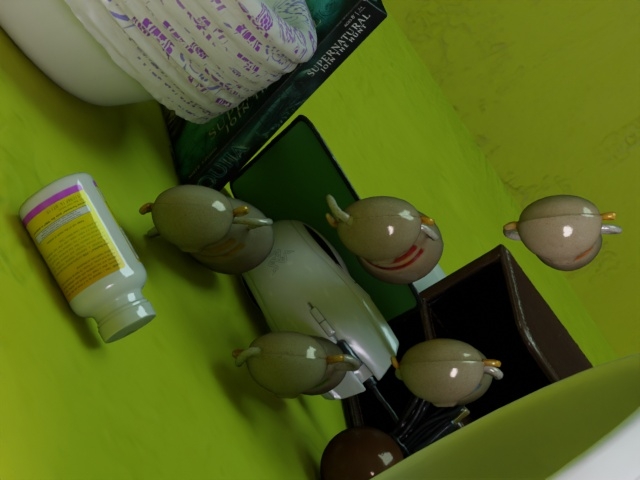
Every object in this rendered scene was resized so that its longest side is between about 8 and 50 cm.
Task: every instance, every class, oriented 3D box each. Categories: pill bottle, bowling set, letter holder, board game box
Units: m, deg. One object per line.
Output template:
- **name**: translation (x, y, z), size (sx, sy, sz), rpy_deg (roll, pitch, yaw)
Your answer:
- **pill bottle**: translation (-0.118, 0.010, 1.005), size (0.083, 0.043, 0.043), rpy_deg (60, 12, 9)
- **bowling set**: translation (0.040, 0.064, 1.185), size (0.154, 0.287, 0.199), rpy_deg (34, 54, -78)
- **letter holder**: translation (0.161, 0.196, 1.421), size (0.302, 0.152, 0.214), rpy_deg (52, 15, -27)
- **board game box**: translation (-0.038, -0.128, 1.350), size (0.026, 0.186, 0.126), rpy_deg (31, 24, -33)

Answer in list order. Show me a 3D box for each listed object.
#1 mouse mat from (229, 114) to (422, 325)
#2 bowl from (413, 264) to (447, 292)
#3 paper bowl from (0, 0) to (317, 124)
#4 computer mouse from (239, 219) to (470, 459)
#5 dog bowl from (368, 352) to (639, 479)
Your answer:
- **mouse mat**: translation (0.000, 0.000, 1.362), size (0.152, 0.007, 0.190), rpy_deg (58, -22, 1)
- **bowl**: translation (0.063, 0.040, 1.532), size (0.142, 0.053, 0.142), rpy_deg (55, -12, -29)
- **paper bowl**: translation (-0.135, -0.199, 1.228), size (0.284, 0.148, 0.284), rpy_deg (54, 11, -16)
- **computer mouse**: translation (0.009, 0.067, 1.294), size (0.193, 0.106, 0.042), rpy_deg (52, 3, 14)
- **dog bowl**: translation (0.059, 0.154, 0.804), size (0.104, 0.265, 0.265), rpy_deg (60, 11, -1)
